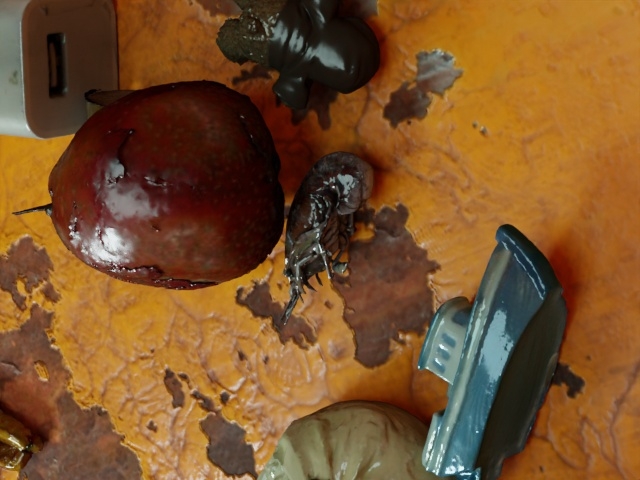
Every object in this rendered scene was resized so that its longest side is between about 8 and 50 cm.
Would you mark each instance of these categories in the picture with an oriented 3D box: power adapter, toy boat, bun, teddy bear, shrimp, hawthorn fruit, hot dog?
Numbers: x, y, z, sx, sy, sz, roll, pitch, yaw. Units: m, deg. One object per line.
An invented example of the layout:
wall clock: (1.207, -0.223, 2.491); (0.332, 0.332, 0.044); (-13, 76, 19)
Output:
power adapter: (-0.302, -0.168, 1.537); (0.204, 0.125, 0.130); (7, 105, 34)
toy boat: (0.121, 0.087, 1.309); (0.102, 0.088, 0.215); (31, 118, 31)
bun: (0.031, 0.238, 1.391); (0.237, 0.116, 0.210); (-1, 100, 35)
teddy bear: (-0.028, -0.170, 1.367); (0.160, 0.078, 0.119); (25, 110, 31)
shrimp: (0.000, 0.000, 1.398); (0.065, 0.056, 0.165); (24, 117, 23)
hawthorn fruit: (-0.144, -0.034, 1.391); (0.235, 0.181, 0.181); (-14, 92, 6)
hot dog: (-0.341, 0.192, 1.702); (0.144, 0.038, 0.062); (17, 107, 30)

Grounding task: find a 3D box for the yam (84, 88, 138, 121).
yam: (-0.173, -0.071, 1.497); (0.084, 0.084, 0.127); (17, 114, 32)
